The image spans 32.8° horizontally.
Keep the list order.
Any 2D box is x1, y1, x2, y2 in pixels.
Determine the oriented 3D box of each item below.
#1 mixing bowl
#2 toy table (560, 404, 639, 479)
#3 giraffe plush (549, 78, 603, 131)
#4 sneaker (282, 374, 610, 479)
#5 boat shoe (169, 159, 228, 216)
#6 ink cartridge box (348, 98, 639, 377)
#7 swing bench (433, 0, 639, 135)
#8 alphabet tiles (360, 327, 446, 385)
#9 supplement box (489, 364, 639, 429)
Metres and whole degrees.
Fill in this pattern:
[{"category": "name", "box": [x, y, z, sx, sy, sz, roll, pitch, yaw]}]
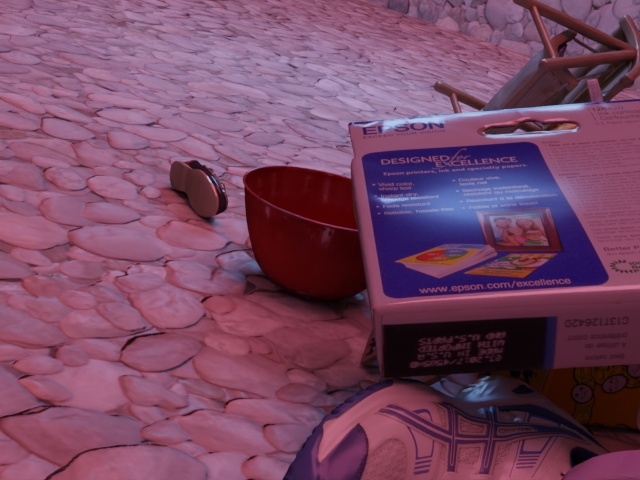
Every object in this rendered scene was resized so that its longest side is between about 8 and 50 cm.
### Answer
[{"category": "mixing bowl", "box": [0.000, 0.000, 1.105, 0.181, 0.098, 0.181, 12, 19, -4]}, {"category": "toy table", "box": [0.283, 0.179, 0.628, 0.274, 0.252, 0.161, 35, 40, 14]}, {"category": "giraffe plush", "box": [0.397, -0.130, 1.709, 0.181, 0.210, 0.170, 6, -9, -13]}, {"category": "sneaker", "box": [0.101, 0.160, 0.710, 0.296, 0.112, 0.131, -7, 29, -46]}, {"category": "boat shoe", "box": [-0.134, -0.062, 1.265, 0.043, 0.049, 0.137, 6, 16, -30]}, {"category": "ink cartridge box", "box": [0.179, -0.014, 0.813, 0.304, 0.072, 0.307, -4, 27, 1]}, {"category": "swing bench", "box": [0.373, -0.253, 1.807, 0.255, 0.253, 0.165, 5, 56, -29]}, {"category": "alphabet tiles", "box": [0.110, 0.042, 0.935, 0.009, 0.198, 0.237, 42, 39, -15]}, {"category": "supplement box", "box": [0.339, 0.058, 1.047, 0.357, 0.195, 0.194, 8, 20, -20]}]
